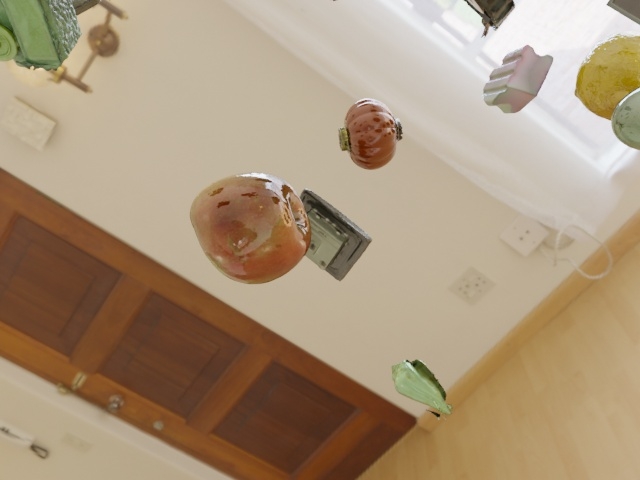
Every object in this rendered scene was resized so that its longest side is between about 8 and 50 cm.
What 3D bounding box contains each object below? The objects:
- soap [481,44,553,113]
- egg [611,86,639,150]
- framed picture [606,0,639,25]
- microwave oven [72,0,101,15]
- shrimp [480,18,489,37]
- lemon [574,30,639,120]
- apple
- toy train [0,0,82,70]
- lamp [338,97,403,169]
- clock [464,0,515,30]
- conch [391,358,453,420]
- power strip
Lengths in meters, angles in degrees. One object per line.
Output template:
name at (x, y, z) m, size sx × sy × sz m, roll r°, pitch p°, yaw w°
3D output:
soap at (0.643, -0.528, 1.985) m, size 0.324 × 0.109 × 0.192 m, roll -86°, pitch 20°, yaw -79°
egg at (0.805, -0.294, 1.398) m, size 0.168 × 0.231 × 0.168 m, roll 169°, pitch 90°, yaw -87°
framed picture at (0.835, -0.644, 1.490) m, size 0.183 × 0.142 × 0.011 m, roll -60°, pitch 6°, yaw 24°
microwave oven at (-0.750, -0.774, 1.771) m, size 0.241 × 0.194 × 0.145 m, roll -32°, pitch 28°, yaw -6°
shrimp at (0.443, -0.582, 1.575) m, size 0.038 × 0.029 × 0.092 m, roll 90°, pitch -169°, yaw -68°
lemon at (0.843, -0.463, 1.667) m, size 0.233 × 0.233 × 0.288 m, roll -39°, pitch 19°, yaw 54°
apple at (-0.179, -0.041, 1.618) m, size 0.277 × 0.319 × 0.319 m, roll -28°, pitch 19°, yaw 9°
toy train at (-0.596, -0.471, 1.165) m, size 0.271 × 0.188 × 0.159 m, roll 88°, pitch -177°, yaw -46°
lamp at (0.156, -0.331, 1.854) m, size 0.223 × 0.197 × 0.223 m, roll 169°, pitch 90°, yaw -87°
clock at (0.326, -0.631, 1.380) m, size 0.067 × 0.325 × 0.325 m, roll -42°, pitch 17°, yaw 21°
conch at (0.240, 0.335, 1.371) m, size 0.106 × 0.170 × 0.079 m, roll -43°, pitch -16°, yaw -38°
power strip at (0.000, 0.000, 1.810) m, size 0.092 × 0.257 × 0.251 m, roll -44°, pitch -10°, yaw -45°
